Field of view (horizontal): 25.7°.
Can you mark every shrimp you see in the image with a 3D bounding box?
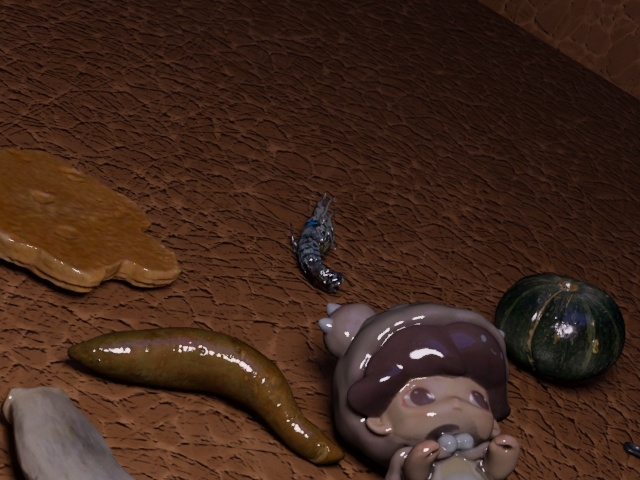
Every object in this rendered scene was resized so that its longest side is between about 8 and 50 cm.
[{"bbox_3d":[-0.004,-0.001,2.021,0.076,0.082,0.174,21,35,-21],"label":"shrimp"}]

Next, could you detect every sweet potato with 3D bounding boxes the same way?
[{"bbox_3d":[-0.123,0.163,1.647,0.346,0.079,0.108,23,56,-9],"label":"sweet potato"}]

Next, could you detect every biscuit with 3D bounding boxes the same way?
[{"bbox_3d":[-0.353,-0.032,1.802,0.376,0.051,0.269,27,25,-2],"label":"biscuit"}]

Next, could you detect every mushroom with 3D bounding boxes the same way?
[{"bbox_3d":[-0.212,0.259,1.380,0.109,0.097,0.351,-10,42,-46],"label":"mushroom"}]

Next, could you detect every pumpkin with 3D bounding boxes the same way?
[{"bbox_3d":[0.345,0.127,2.025,0.190,0.146,0.190,18,30,-11],"label":"pumpkin"}]

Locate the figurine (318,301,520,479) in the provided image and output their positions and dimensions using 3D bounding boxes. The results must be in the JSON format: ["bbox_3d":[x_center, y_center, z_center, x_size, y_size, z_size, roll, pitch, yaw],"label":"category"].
[{"bbox_3d":[0.135,0.229,1.643,0.248,0.203,0.380,2,47,-17],"label":"figurine"}]

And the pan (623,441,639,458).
[{"bbox_3d":[0.534,0.333,1.960,0.235,0.028,0.136,26,27,0],"label":"pan"}]
